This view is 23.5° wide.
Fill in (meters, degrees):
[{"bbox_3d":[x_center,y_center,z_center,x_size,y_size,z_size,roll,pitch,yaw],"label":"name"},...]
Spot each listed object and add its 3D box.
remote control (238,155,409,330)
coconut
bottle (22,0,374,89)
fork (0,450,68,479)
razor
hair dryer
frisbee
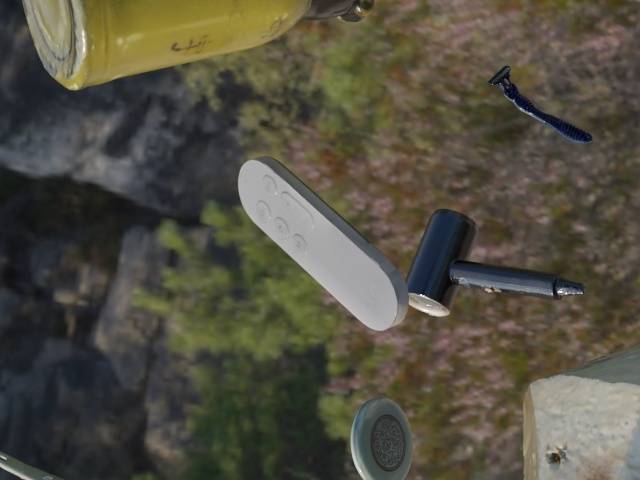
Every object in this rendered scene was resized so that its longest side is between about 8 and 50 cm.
[{"bbox_3d":[0.000,0.000,1.526,0.245,0.022,0.077,43,137,31],"label":"remote control"},{"bbox_3d":[0.388,0.285,1.672,0.415,0.344,0.415,-2,74,7],"label":"coconut"},{"bbox_3d":[-0.098,-0.261,1.458,0.171,0.351,0.171,41,139,48],"label":"bottle"},{"bbox_3d":[-0.209,0.166,1.098,0.219,0.034,0.028,22,117,21],"label":"fork"},{"bbox_3d":[0.289,-0.169,2.010,0.154,0.044,0.028,37,146,13],"label":"razor"},{"bbox_3d":[0.227,0.034,1.931,0.255,0.070,0.128,6,67,38],"label":"hair dryer"},{"bbox_3d":[0.074,0.239,1.811,0.014,0.110,0.110,-12,72,40],"label":"frisbee"}]
